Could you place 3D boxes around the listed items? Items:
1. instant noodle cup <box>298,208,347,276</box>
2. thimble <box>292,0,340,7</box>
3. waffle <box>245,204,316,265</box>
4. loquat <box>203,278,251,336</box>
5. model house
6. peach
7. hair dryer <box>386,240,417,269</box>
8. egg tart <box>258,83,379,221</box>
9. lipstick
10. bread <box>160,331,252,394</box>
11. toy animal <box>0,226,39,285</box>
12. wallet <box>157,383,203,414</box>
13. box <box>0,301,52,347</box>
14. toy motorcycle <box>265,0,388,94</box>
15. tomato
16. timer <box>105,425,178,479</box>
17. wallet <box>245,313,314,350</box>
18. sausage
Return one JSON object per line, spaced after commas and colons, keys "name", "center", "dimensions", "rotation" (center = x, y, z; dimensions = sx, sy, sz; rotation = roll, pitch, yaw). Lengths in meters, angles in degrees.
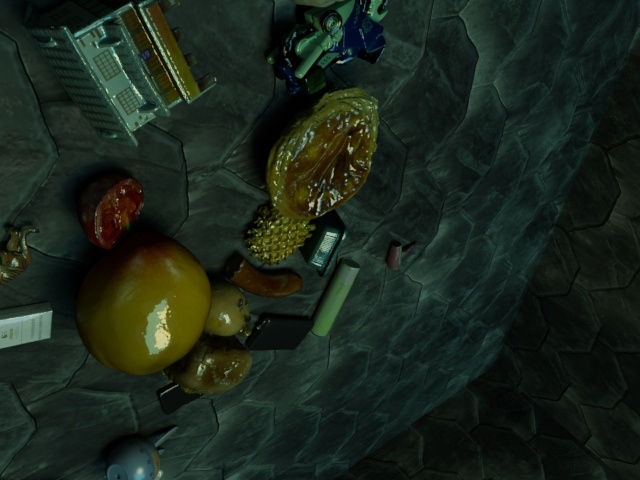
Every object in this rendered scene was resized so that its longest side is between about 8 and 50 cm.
{"name": "instant noodle cup", "center": [0.000, 0.000, 1.548], "dimensions": [0.070, 0.157, 0.179], "rotation": [17, 112, -26]}
{"name": "thimble", "center": [0.003, -0.565, 0.903], "dimensions": [0.195, 0.291, 0.291], "rotation": [18, 109, -50]}
{"name": "waffle", "center": [-0.119, -0.024, 1.463], "dimensions": [0.197, 0.070, 0.193], "rotation": [25, 104, -49]}
{"name": "loquat", "center": [-0.267, 0.188, 1.418], "dimensions": [0.149, 0.205, 0.172], "rotation": [-52, 178, -23]}
{"name": "model house", "center": [-0.334, -0.311, 0.877], "dimensions": [0.215, 0.198, 0.224], "rotation": [-41, 143, -18]}
{"name": "peach", "center": [-0.389, 0.132, 1.178], "dimensions": [0.289, 0.289, 0.307], "rotation": [-5, 95, -42]}
{"name": "hair dryer", "center": [0.312, 0.035, 1.969], "dimensions": [0.154, 0.054, 0.106], "rotation": [-27, 135, -40]}
{"name": "egg tart", "center": [-0.017, -0.211, 1.319], "dimensions": [0.340, 0.153, 0.351], "rotation": [-30, 140, -21]}
{"name": "lipstick", "center": [0.046, 0.203, 1.826], "dimensions": [0.076, 0.076, 0.304], "rotation": [0, 122, -45]}
{"name": "bread", "center": [-0.328, 0.342, 1.483], "dimensions": [0.246, 0.196, 0.176], "rotation": [24, 100, -52]}
{"name": "toy animal", "center": [-0.652, 0.058, 1.028], "dimensions": [0.241, 0.057, 0.099], "rotation": [-38, 149, -15]}
{"name": "wallet", "center": [-0.392, 0.457, 1.665], "dimensions": [0.245, 0.025, 0.124], "rotation": [-25, 138, -25]}
{"name": "box", "center": [-0.670, 0.188, 1.135], "dimensions": [0.155, 0.040, 0.083], "rotation": [-7, 130, -40]}
{"name": "toy motorcycle", "center": [0.038, -0.454, 1.185], "dimensions": [0.331, 0.125, 0.196], "rotation": [-40, 142, -17]}
{"name": "tomato", "center": [-0.445, -0.069, 1.084], "dimensions": [0.139, 0.091, 0.159], "rotation": [86, 29, -57]}
{"name": "timer", "center": [-0.537, 0.690, 1.625], "dimensions": [0.256, 0.175, 0.175], "rotation": [15, 112, -51]}
{"name": "wallet", "center": [-0.139, 0.315, 1.773], "dimensions": [0.250, 0.044, 0.149], "rotation": [12, 118, -49]}
{"name": "sausage", "center": [-0.165, 0.115, 1.534], "dimensions": [0.102, 0.076, 0.302], "rotation": [-51, 143, 11]}
